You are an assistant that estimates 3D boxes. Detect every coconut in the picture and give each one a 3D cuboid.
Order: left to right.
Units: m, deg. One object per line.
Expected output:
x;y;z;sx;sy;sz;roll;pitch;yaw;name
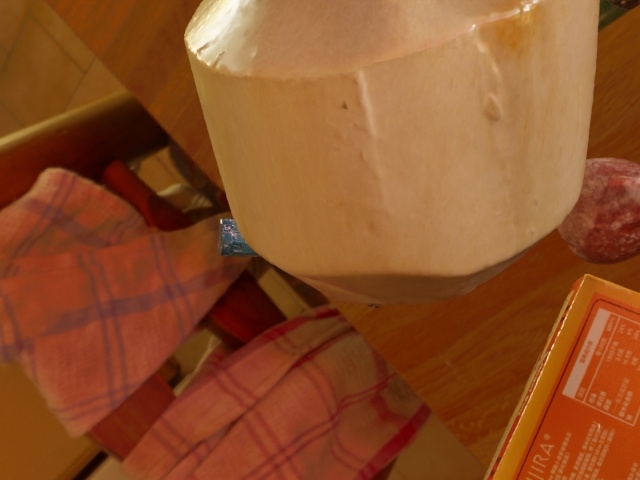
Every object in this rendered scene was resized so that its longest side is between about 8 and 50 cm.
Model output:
0.051;-0.117;0.521;0.322;0.323;0.323;13;121;22;coconut

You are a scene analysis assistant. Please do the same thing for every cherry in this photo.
0.612;-0.066;1.497;0.285;0.213;0.236;-22;130;41;cherry

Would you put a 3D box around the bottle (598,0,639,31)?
0.359;-0.320;0.716;0.093;0.093;0.330;50;147;-4;bottle

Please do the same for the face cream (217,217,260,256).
0.000;0.000;1.133;0.336;0.080;0.163;2;156;-17;face cream

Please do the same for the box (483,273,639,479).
0.325;0.232;0.775;0.213;0.284;0.259;25;166;23;box
